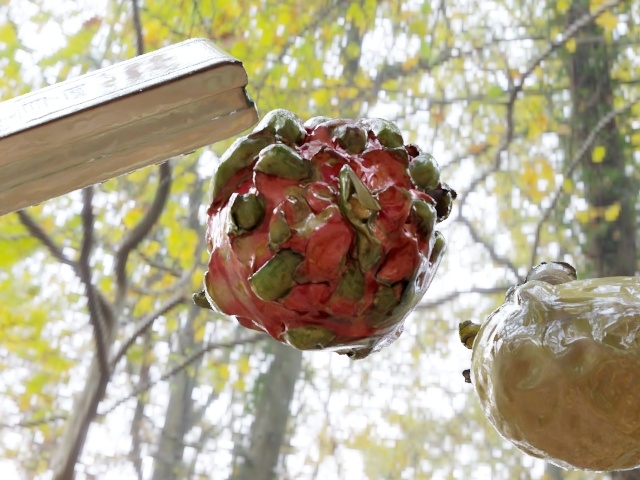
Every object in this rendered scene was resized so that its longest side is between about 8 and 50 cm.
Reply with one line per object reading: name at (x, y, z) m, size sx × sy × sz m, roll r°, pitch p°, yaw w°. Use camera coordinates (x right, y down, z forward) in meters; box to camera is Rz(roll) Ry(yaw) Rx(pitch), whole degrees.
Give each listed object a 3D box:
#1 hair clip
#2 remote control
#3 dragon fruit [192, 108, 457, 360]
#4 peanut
hair clip at (0.189, 0.085, 1.177) m, size 0.116 × 0.049 × 0.172 m, roll 31°, pitch -39°, yaw -17°
remote control at (-0.183, -0.057, 0.867) m, size 0.277 × 0.103 × 0.056 m, roll -21°, pitch -70°, yaw -10°
dragon fruit at (0.005, -0.011, 1.304) m, size 0.231 × 0.302 × 0.237 m, roll 20°, pitch -82°, yaw 5°
peanut at (0.163, 0.075, 0.753) m, size 0.159 × 0.140 × 0.109 m, roll 1°, pitch -80°, yaw 3°
